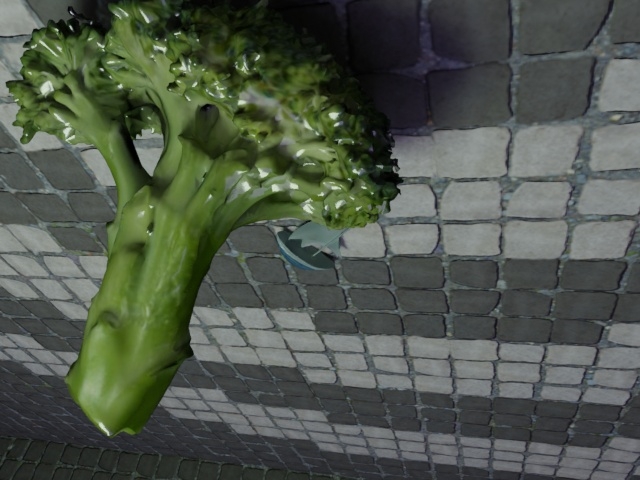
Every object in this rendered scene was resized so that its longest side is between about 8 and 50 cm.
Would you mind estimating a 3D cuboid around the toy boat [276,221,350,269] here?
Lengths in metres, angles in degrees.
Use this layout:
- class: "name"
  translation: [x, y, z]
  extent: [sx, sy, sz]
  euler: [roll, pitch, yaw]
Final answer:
- class: "toy boat"
  translation: [-0.012, -0.001, 0.832]
  extent: [0.106, 0.034, 0.149]
  euler: [16, 144, -8]

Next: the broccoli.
- class: "broccoli"
  translation: [-0.090, -0.029, 0.544]
  extent: [0.354, 0.396, 0.275]
  euler: [-14, 161, 25]
